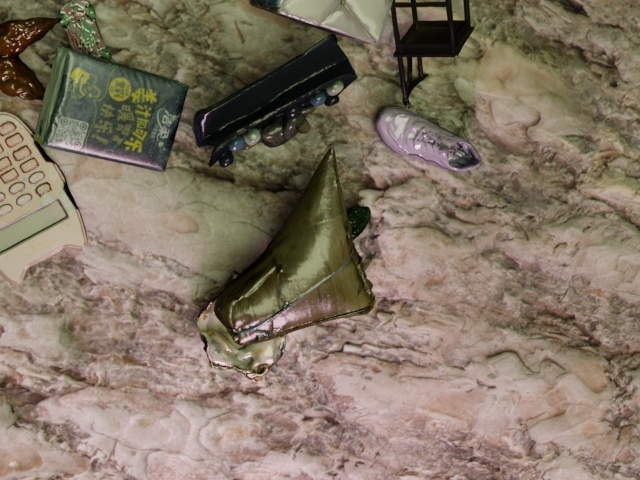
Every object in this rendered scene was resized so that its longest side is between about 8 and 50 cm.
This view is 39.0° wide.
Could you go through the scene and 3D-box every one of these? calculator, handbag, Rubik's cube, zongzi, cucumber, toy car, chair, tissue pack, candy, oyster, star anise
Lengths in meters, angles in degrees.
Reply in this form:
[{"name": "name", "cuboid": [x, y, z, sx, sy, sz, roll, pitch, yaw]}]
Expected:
[{"name": "calculator", "cuboid": [-0.607, -0.092, 1.757, 0.220, 0.048, 0.330, -29, 109, -8]}, {"name": "handbag", "cuboid": [-0.091, -0.255, 1.786, 0.325, 0.269, 0.118, -30, 89, -8]}, {"name": "Rubik's cube", "cuboid": [0.015, -0.524, 1.747, 0.221, 0.224, 0.231, 14, 100, -21]}, {"name": "zongzi", "cuboid": [-0.075, 0.018, 1.810, 0.322, 0.160, 0.361, -17, 115, -15]}, {"name": "cucumber", "cuboid": [0.001, 0.001, 1.963, 0.265, 0.077, 0.077, -25, 110, -9]}, {"name": "toy car", "cuboid": [-0.449, -0.392, 1.722, 0.069, 0.055, 0.142, -18, 120, -4]}, {"name": "chair", "cuboid": [0.226, -0.415, 1.838, 0.141, 0.154, 0.260, 5, 127, 24]}, {"name": "tissue pack", "cuboid": [-0.395, -0.245, 1.726, 0.257, 0.081, 0.185, 11, 103, -39]}, {"name": "candy", "cuboid": [0.091, 0.079, 2.041, 0.035, 0.035, 0.123, 42, 81, -26]}, {"name": "oyster", "cuboid": [-0.162, 0.182, 1.955, 0.214, 0.083, 0.223, 31, 88, -26]}, {"name": "star anise", "cuboid": [-0.623, -0.307, 1.637, 0.346, 0.148, 0.237, -42, 110, -18]}]

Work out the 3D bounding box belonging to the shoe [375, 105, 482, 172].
[{"name": "shoe", "cuboid": [0.236, -0.213, 1.951, 0.245, 0.137, 0.095, 23, 92, -22]}]
